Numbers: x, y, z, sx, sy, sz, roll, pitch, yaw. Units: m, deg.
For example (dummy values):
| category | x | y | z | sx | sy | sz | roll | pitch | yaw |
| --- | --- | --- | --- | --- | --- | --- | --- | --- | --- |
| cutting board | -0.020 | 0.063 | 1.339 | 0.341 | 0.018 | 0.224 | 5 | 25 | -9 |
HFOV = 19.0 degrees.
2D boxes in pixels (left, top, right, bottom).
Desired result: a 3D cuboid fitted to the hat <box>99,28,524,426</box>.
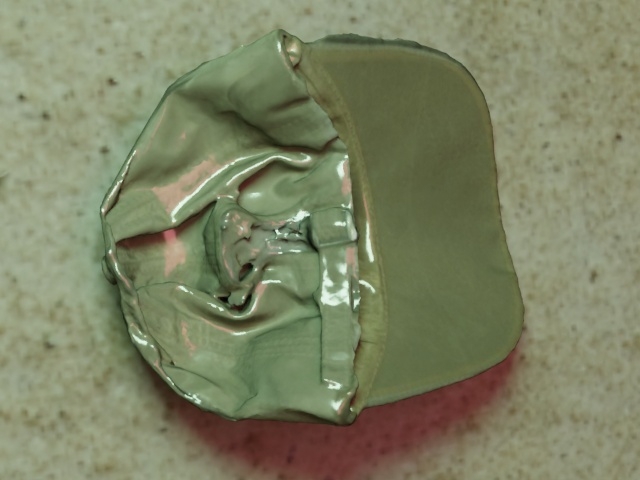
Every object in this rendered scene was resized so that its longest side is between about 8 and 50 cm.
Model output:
| category | x | y | z | sx | sy | sz | roll | pitch | yaw |
| --- | --- | --- | --- | --- | --- | --- | --- | --- | --- |
| hat | 0.000 | 0.000 | 1.091 | 0.244 | 0.149 | 0.214 | 2 | 78 | -60 |
